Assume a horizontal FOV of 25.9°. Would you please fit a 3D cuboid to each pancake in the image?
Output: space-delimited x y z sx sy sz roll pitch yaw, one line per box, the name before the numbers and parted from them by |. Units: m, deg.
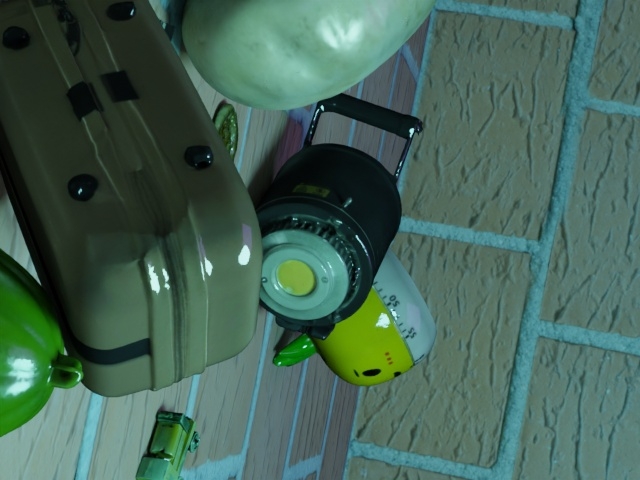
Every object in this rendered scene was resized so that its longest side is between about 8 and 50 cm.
pancake | -0.125 -0.123 1.791 0.108 0.017 0.108 13 90 -76

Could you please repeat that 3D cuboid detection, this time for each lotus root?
lotus root | -0.242 0.074 0.963 0.186 0.186 0.186 10 90 -79

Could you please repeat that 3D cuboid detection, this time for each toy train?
toy train | -0.191 0.270 1.746 0.081 0.050 0.122 66 34 -54

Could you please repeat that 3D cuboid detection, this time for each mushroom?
mushroom | -0.039 -0.326 1.529 0.336 0.314 0.314 63 25 -19

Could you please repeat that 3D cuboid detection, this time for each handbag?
handbag | -0.156 -0.021 1.071 0.283 0.149 0.302 91 -26 -54

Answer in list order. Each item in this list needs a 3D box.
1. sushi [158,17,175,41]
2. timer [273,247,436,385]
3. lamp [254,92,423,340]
sushi | -0.205 -0.132 1.313 0.210 0.040 0.193 -23 129 -80
timer | 0.035 0.143 2.400 0.285 0.285 0.285 10 90 -79
lamp | 0.002 -0.016 2.036 0.272 0.205 0.374 -52 161 -76
